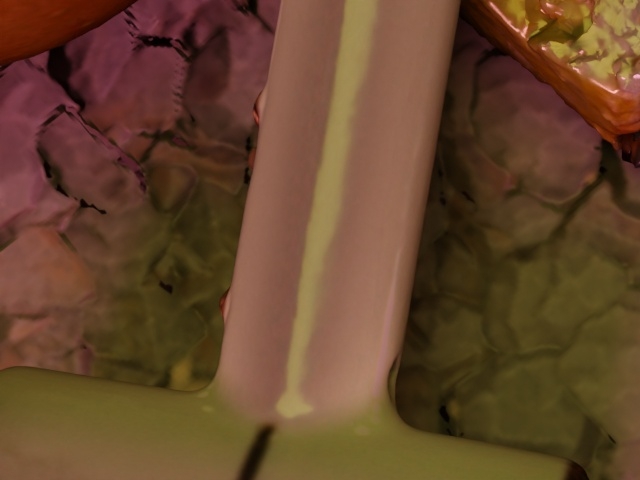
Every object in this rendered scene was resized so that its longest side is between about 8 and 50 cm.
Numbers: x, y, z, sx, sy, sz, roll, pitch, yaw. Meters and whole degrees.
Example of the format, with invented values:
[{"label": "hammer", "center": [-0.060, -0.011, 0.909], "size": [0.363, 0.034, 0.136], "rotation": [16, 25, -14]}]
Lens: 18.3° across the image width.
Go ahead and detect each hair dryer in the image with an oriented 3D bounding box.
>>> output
[{"label": "hair dryer", "center": [0.000, 0.000, 0.643], "size": [0.203, 0.128, 0.362], "rotation": [8, 85, 13]}]

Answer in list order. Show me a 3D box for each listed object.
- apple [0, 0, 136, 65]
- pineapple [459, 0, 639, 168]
[{"label": "apple", "center": [-0.152, -0.216, 0.675], "size": [0.339, 0.339, 0.340], "rotation": [-3, 70, 8]}, {"label": "pineapple", "center": [0.090, -0.149, 0.721], "size": [0.186, 0.114, 0.236], "rotation": [5, 74, 10]}]
